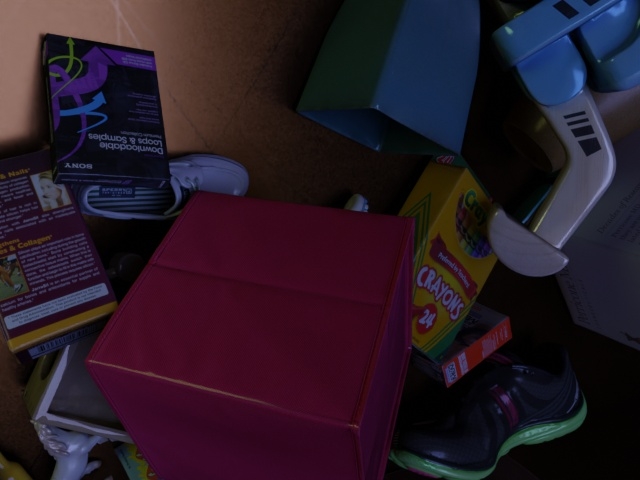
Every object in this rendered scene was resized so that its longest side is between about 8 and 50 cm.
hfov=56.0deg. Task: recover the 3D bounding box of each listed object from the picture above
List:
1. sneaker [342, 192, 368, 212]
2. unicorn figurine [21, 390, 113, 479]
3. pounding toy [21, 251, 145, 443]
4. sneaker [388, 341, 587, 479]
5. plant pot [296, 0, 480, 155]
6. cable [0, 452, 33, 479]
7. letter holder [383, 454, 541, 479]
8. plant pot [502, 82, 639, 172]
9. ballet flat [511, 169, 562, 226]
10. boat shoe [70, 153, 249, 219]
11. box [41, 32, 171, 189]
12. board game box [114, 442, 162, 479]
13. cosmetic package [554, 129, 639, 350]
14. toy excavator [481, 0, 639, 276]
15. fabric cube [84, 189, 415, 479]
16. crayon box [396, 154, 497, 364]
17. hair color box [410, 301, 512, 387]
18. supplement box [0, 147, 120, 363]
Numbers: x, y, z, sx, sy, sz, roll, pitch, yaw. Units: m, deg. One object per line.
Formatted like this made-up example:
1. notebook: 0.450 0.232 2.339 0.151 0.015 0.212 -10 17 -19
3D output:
1. sneaker: 0.000 0.000 0.872 0.082 0.071 0.191 34 71 -6
2. unicorn figurine: -0.307 0.265 0.749 0.111 0.060 0.162 6 85 -55
3. pounding toy: -0.268 0.108 0.712 0.181 0.094 0.206 27 80 -33
4. sneaker: 0.310 0.308 1.147 0.482 0.185 0.203 -10 94 -35
5. plant pot: 0.106 -0.253 0.801 0.165 0.165 0.235 18 88 -37
6. cable: -0.418 0.231 0.683 0.139 0.072 0.288 -16 103 -25
7. letter holder: 0.284 0.536 1.154 0.301 0.214 0.152 -3 107 -34
8. plant pot: 0.439 -0.243 1.010 0.254 0.237 0.237 -43 126 4
9. ballet flat: 0.453 -0.094 1.127 0.096 0.095 0.280 38 91 -13
10. boat shoe: -0.179 -0.054 0.721 0.226 0.075 0.083 -12 113 -31
11. box: -0.226 -0.135 0.638 0.116 0.029 0.162 -1 73 -35
12. board game box: -0.115 0.294 0.841 0.275 0.144 0.142 -30 120 -24
13. cosmetic package: 0.710 0.024 1.156 0.327 0.393 0.329 -45 125 -14
14. toy excavator: 0.357 -0.223 0.840 0.432 0.222 0.445 -31 92 17
15. fabric cube: -0.044 0.125 0.668 0.254 0.258 0.259 82 22 -44
16. crayon box: 0.197 0.017 0.979 0.202 0.081 0.319 40 77 -41
17. hair color box: 0.252 0.182 1.087 0.167 0.093 0.053 -31 120 -23
18. supplement box: -0.287 0.014 0.609 0.104 0.081 0.188 -21 79 -27
